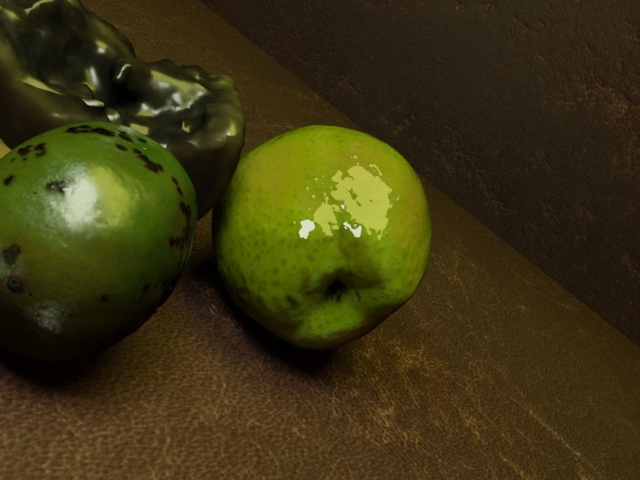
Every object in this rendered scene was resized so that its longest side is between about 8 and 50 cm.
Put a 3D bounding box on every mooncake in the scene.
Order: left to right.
[{"bbox_3d":[-0.320,-0.195,1.026,0.246,0.393,0.394,-107,177,-59],"label":"mooncake"}]

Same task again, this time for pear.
[{"bbox_3d":[0.000,0.000,1.188,0.391,0.391,0.391,32,21,-14],"label":"pear"}]

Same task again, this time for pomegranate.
[{"bbox_3d":[-0.295,-0.033,0.853,0.323,0.290,0.291,60,22,-1],"label":"pomegranate"}]
